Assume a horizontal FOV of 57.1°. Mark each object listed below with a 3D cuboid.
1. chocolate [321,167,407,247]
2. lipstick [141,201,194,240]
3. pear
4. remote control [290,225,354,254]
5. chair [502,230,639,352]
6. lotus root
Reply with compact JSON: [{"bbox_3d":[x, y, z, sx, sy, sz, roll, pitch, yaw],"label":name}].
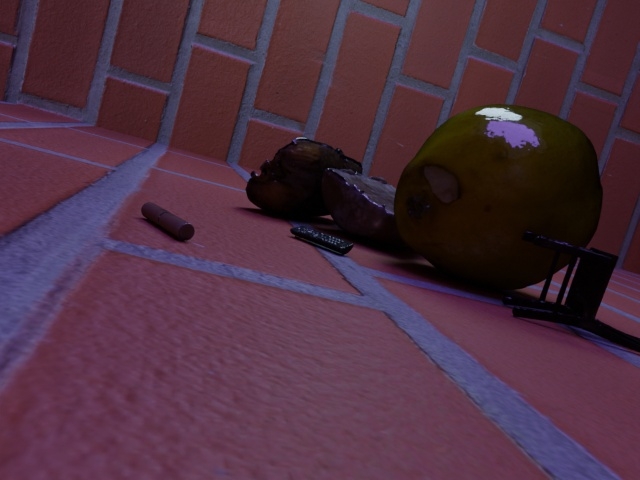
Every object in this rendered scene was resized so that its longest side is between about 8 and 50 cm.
[{"bbox_3d":[0.121,-0.044,1.062,0.185,0.100,0.303,32,17,26],"label":"chocolate"},{"bbox_3d":[-0.157,-0.020,0.601,0.019,0.018,0.094,9,10,-42],"label":"lipstick"},{"bbox_3d":[0.260,-0.061,0.850,0.322,0.268,0.269,-16,21,-24],"label":"pear"},{"bbox_3d":[0.000,0.000,0.794,0.091,0.016,0.034,21,24,34],"label":"remote control"},{"bbox_3d":[0.337,0.065,0.691,0.213,0.101,0.084,15,9,6],"label":"chair"},{"bbox_3d":[-0.003,-0.089,1.079,0.078,0.167,0.329,57,24,18],"label":"lotus root"}]
